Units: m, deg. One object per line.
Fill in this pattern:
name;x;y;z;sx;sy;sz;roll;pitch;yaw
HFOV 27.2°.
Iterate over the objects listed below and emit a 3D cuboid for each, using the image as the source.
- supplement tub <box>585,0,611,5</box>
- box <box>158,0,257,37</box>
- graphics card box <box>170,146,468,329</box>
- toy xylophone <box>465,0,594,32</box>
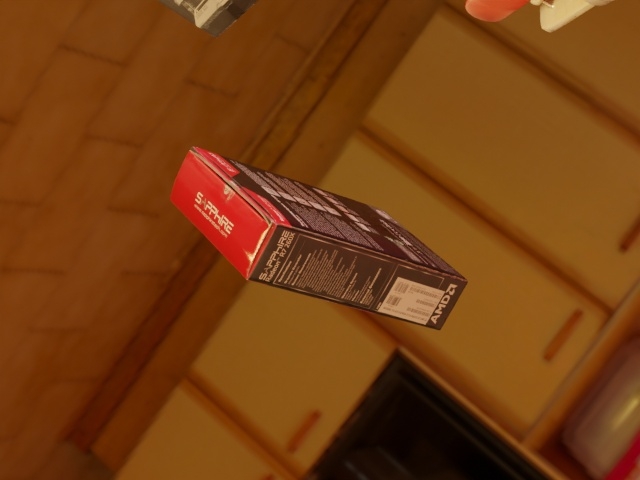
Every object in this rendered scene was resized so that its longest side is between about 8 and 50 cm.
supplement tub;0.233;-0.227;0.973;0.071;0.071;0.107;-29;178;-43
box;-0.190;-0.457;1.895;0.307;0.076;0.242;31;128;-34
graphics card box;0.000;0.000;1.815;0.371;0.233;0.094;15;108;-41
toy xylophone;0.098;-0.279;1.149;0.236;0.323;0.081;136;-29;-69
